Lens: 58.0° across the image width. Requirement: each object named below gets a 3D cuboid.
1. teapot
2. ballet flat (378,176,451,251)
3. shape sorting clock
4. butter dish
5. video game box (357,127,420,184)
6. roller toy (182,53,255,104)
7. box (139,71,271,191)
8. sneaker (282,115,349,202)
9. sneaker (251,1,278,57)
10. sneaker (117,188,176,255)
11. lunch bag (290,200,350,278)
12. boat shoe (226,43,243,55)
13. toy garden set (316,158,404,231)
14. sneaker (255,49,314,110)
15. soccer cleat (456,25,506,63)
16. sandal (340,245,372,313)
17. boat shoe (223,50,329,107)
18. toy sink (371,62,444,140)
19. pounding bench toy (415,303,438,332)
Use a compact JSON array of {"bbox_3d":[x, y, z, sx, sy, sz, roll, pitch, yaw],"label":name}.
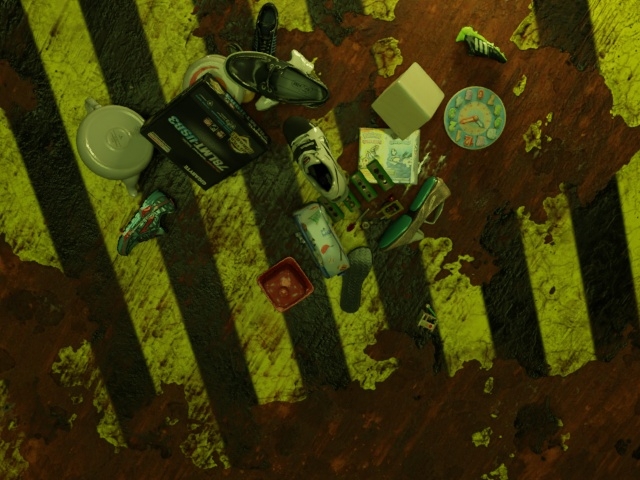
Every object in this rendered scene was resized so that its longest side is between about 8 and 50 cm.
[{"bbox_3d":[-0.671,-0.307,1.870,0.253,0.187,0.255,20,74,-23],"label":"teapot"},{"bbox_3d":[0.330,-0.067,1.959,0.106,0.107,0.316,35,100,-20],"label":"ballet flat"},{"bbox_3d":[0.513,-0.406,1.918,0.206,0.040,0.206,0,102,0],"label":"shape sorting clock"},{"bbox_3d":[-0.124,0.164,1.993,0.160,0.118,0.159,-34,99,7],"label":"butter dish"},{"bbox_3d":[0.228,-0.283,1.939,0.205,0.048,0.187,1,100,0],"label":"video game box"},{"bbox_3d":[-0.332,-0.494,1.843,0.209,0.146,0.191,-26,111,8],"label":"roller toy"},{"bbox_3d":[-0.359,-0.330,1.817,0.293,0.073,0.295,-29,124,24],"label":"box"},{"bbox_3d":[-0.025,-0.274,1.863,0.122,0.146,0.330,-37,80,15],"label":"sneaker"},{"bbox_3d":[-0.180,-0.639,1.842,0.082,0.090,0.232,7,101,-2],"label":"sneaker"},{"bbox_3d":[-0.587,-0.039,1.958,0.125,0.104,0.261,35,100,-9],"label":"sneaker"},{"bbox_3d":[0.000,0.000,1.866,0.115,0.303,0.243,-27,101,1],"label":"lunch bag"},{"bbox_3d":[-0.255,-0.586,1.860,0.125,0.038,0.046,51,131,7],"label":"boat shoe"},{"bbox_3d":[0.145,-0.123,1.944,0.244,0.049,0.203,-33,112,16],"label":"toy garden set"},{"bbox_3d":[-0.138,-0.520,1.866,0.232,0.090,0.115,-44,106,-1],"label":"sneaker"},{"bbox_3d":[0.520,-0.619,1.870,0.179,0.060,0.072,37,109,-1],"label":"soccer cleat"},{"bbox_3d":[0.117,0.131,2.027,0.097,0.054,0.254,16,111,4],"label":"sandal"},{"bbox_3d":[-0.124,-0.486,1.761,0.340,0.113,0.127,20,98,-23],"label":"boat shoe"},{"bbox_3d":[0.281,-0.446,1.850,0.153,0.234,0.131,46,127,-9],"label":"toy sink"},{"bbox_3d":[0.388,0.273,2.049,0.065,0.052,0.083,25,100,-5],"label":"pounding bench toy"}]
